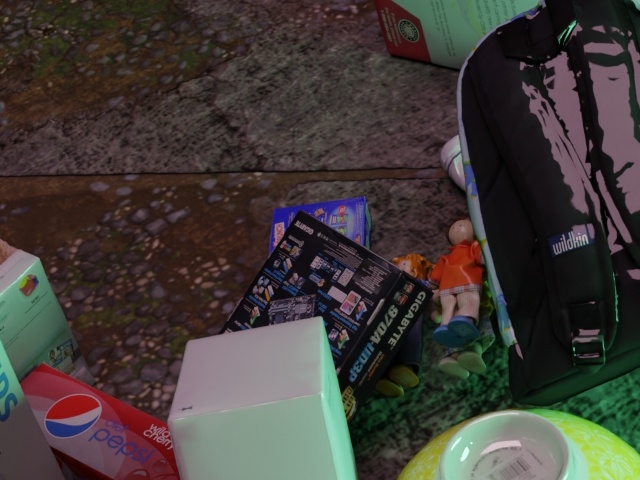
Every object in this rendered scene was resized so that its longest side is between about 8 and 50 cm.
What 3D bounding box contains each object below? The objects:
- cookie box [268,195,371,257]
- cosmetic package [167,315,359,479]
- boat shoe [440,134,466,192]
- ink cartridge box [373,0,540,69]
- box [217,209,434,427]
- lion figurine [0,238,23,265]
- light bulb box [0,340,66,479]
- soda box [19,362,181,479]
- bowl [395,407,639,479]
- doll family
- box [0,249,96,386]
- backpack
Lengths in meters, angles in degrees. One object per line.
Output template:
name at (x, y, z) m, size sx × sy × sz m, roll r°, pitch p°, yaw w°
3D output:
cookie box at (0.000, 0.000, 1.966) m, size 0.107 × 0.040 × 0.092 m, roll -7°, pitch 42°, yaw 11°
cosmetic package at (-0.039, 0.210, 1.550) m, size 0.138 × 0.224 × 0.224 m, roll -12°, pitch 14°, yaw 3°
boat shoe at (0.249, -0.117, 1.998) m, size 0.226 × 0.083 × 0.076 m, roll -32°, pitch 53°, yaw 1°
ink cartridge box at (0.213, -0.313, 2.102) m, size 0.306 × 0.226 × 0.131 m, roll 15°, pitch 51°, yaw 30°
box at (-0.002, 0.080, 1.778) m, size 0.175 × 0.051 × 0.220 m, roll -57°, pitch 34°, yaw -1°
lion figurine at (-0.509, 0.131, 1.942) m, size 0.240 × 0.142 × 0.392 m, roll 22°, pitch 67°, yaw 26°
light bulb box at (-0.450, 0.238, 1.612) m, size 0.225 × 0.358 × 0.361 m, roll 17°, pitch 52°, yaw 30°
soda box at (-0.204, 0.217, 1.754) m, size 0.263 × 0.092 × 0.083 m, roll 21°, pitch 52°, yaw 35°
bowl at (0.175, 0.243, 1.556) m, size 0.290 × 0.156 × 0.289 m, roll -9°, pitch 42°, yaw 8°
doll family at (0.106, 0.071, 1.806) m, size 0.263 × 0.118 × 0.163 m, roll -24°, pitch 43°, yaw 37°
box at (-0.319, 0.125, 1.822) m, size 0.038 × 0.186 × 0.145 m, roll 21°, pitch 54°, yaw 35°
backpack at (0.264, -0.059, 1.648) m, size 0.290 × 0.273 × 0.355 m, roll -26°, pitch 80°, yaw 16°
